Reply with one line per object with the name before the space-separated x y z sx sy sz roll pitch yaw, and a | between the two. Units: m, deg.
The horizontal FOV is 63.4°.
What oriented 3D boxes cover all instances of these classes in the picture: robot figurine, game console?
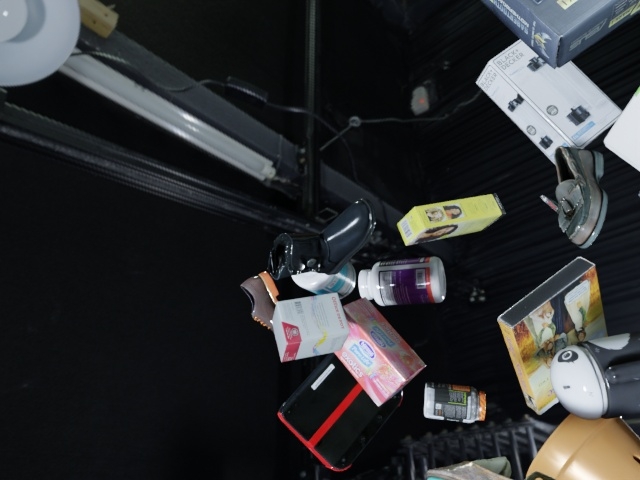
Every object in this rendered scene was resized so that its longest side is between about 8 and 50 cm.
robot figurine | 0.659 0.296 1.152 0.173 0.279 0.209 -96 -8 -58
game console | 0.084 0.561 1.796 0.386 0.060 0.342 -45 -75 -19

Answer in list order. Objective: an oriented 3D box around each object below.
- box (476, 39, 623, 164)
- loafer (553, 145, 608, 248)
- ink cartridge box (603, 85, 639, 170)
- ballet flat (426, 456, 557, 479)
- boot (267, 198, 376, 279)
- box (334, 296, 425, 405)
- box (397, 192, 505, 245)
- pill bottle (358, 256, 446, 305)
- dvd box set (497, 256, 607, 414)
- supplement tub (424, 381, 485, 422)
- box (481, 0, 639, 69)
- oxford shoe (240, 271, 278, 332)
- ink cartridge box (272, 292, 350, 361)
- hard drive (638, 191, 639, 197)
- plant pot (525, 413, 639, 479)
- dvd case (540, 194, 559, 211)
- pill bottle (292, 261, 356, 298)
box | 0.531 -0.335 1.214 0.169 0.087 0.290 -35 -102 -13
loafer | 0.460 -0.087 0.947 0.084 0.096 0.267 24 -136 7
ink cartridge box | 0.563 -0.221 0.713 0.273 0.198 0.114 -27 -120 -21
ballet flat | 0.347 0.455 0.930 0.106 0.316 0.107 -48 -52 -33
boot | 0.000 0.000 1.252 0.207 0.246 0.094 -1 -134 -42
box | 0.165 0.348 1.658 0.300 0.154 0.142 49 -148 20
box | 0.292 -0.048 1.150 0.233 0.087 0.058 -11 -111 -25
pill bottle | 0.324 0.165 2.058 0.181 0.323 0.181 -6 -90 -68
dvd box set | 0.698 0.291 1.518 0.062 0.308 0.420 44 165 56
supplement tub | 0.439 0.533 1.701 0.117 0.191 0.116 4 -90 -78
box | 0.272 -0.307 0.509 0.183 0.233 0.059 58 -172 25
oxford shoe | -0.152 0.232 1.550 0.099 0.097 0.271 -21 -105 -22
ink cartridge box | -0.028 0.235 1.405 0.176 0.127 0.128 -7 -124 -16
hard drive | 1.105 -0.164 1.538 0.172 0.255 0.054 51 -179 34
plant pot | 0.674 0.550 1.244 0.291 0.290 0.203 13 -161 -45
dvd case | 0.705 -0.086 1.516 0.087 0.013 0.119 13 -149 -42
pill bottle | 0.022 0.108 1.652 0.264 0.146 0.146 36 -138 -60
